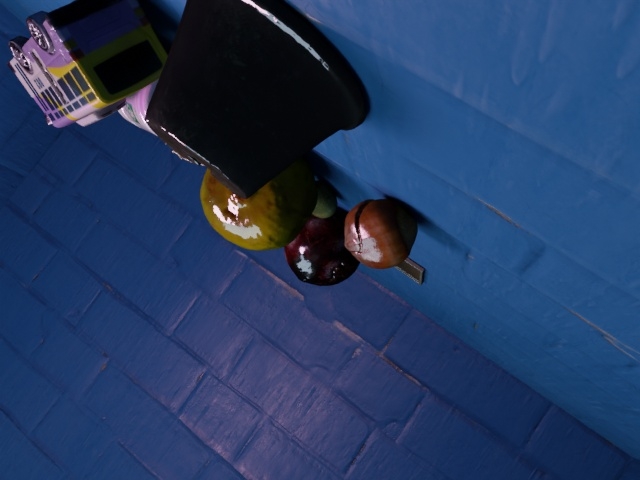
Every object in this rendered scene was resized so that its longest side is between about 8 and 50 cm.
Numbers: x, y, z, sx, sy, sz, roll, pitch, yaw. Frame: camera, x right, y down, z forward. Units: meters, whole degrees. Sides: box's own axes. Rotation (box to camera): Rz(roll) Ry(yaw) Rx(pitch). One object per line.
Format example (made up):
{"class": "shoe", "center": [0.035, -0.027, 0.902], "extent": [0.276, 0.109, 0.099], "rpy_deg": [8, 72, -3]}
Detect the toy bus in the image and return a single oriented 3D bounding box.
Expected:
{"class": "toy bus", "center": [-0.557, -0.417, 1.374], "extent": [0.440, 0.209, 0.249], "rpy_deg": [2, 127, 52]}

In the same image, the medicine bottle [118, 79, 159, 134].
{"class": "medicine bottle", "center": [-0.434, -0.395, 1.597], "extent": [0.212, 0.212, 0.325], "rpy_deg": [40, 174, -37]}

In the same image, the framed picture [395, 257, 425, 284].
{"class": "framed picture", "center": [0.292, 0.079, 2.142], "extent": [0.211, 0.020, 0.289], "rpy_deg": [34, 175, 15]}

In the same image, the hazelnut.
{"class": "hazelnut", "center": [0.150, -0.021, 1.439], "extent": [0.182, 0.182, 0.182], "rpy_deg": [36, 175, 4]}

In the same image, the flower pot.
{"class": "flower pot", "center": [-0.141, -0.235, 0.978], "extent": [0.379, 0.251, 0.379], "rpy_deg": [38, 174, 5]}

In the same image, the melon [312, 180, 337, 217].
{"class": "melon", "center": [-0.002, -0.128, 1.792], "extent": [0.099, 0.099, 0.162], "rpy_deg": [33, 171, 28]}

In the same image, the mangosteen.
{"class": "mangosteen", "center": [0.003, 0.016, 2.038], "extent": [0.293, 0.297, 0.297], "rpy_deg": [31, 173, 23]}

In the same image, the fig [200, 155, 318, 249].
{"class": "fig", "center": [-0.161, -0.128, 1.632], "extent": [0.343, 0.343, 0.343], "rpy_deg": [36, 175, 4]}

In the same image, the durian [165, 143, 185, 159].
{"class": "durian", "center": [-0.359, -0.352, 1.894], "extent": [0.305, 0.185, 0.195], "rpy_deg": [31, 155, 10]}
